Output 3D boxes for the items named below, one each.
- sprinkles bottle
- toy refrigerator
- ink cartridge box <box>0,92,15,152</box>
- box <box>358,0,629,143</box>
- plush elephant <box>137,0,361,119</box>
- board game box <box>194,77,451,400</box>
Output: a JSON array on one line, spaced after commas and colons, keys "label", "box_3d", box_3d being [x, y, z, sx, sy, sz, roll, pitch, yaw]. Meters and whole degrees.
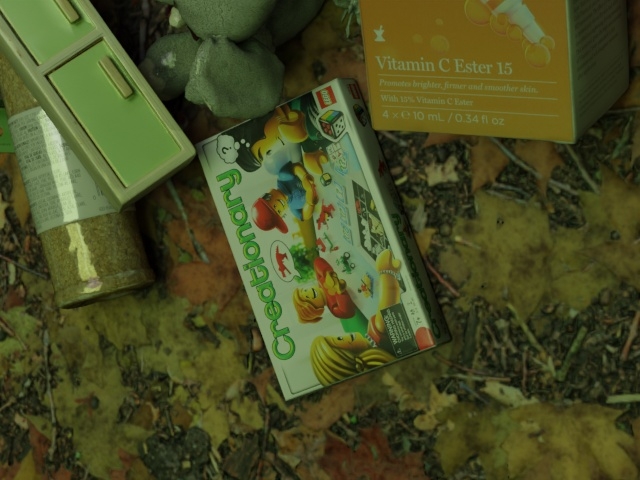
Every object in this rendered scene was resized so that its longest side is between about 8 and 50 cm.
[{"label": "sprinkles bottle", "box_3d": [-0.290, -0.105, 1.865, 0.121, 0.121, 0.355, -17, 86, 26]}, {"label": "toy refrigerator", "box_3d": [-0.255, -0.171, 1.769, 0.102, 0.094, 0.269, -35, 91, -12]}, {"label": "ink cartridge box", "box_3d": [-0.423, -0.210, 1.956, 0.109, 0.062, 0.209, 2, 95, 26]}, {"label": "box", "box_3d": [0.160, -0.285, 1.544, 0.215, 0.168, 0.345, 5, 116, 28]}, {"label": "plush elephant", "box_3d": [-0.108, -0.268, 1.689, 0.330, 0.255, 0.271, 9, 98, 25]}, {"label": "board game box", "box_3d": [0.000, 0.000, 1.768, 0.193, 0.053, 0.305, -23, 84, 26]}]
